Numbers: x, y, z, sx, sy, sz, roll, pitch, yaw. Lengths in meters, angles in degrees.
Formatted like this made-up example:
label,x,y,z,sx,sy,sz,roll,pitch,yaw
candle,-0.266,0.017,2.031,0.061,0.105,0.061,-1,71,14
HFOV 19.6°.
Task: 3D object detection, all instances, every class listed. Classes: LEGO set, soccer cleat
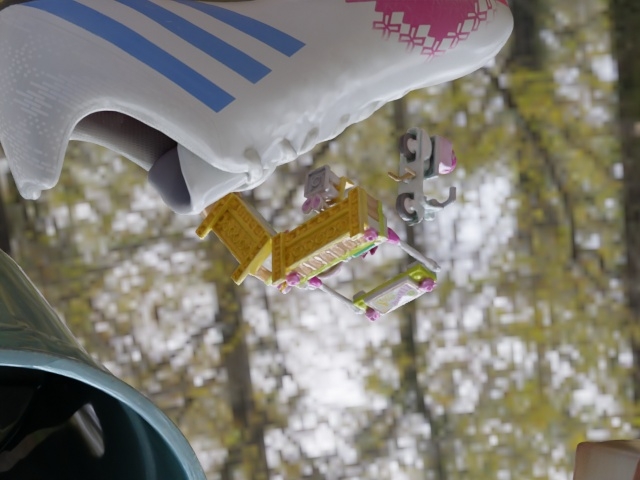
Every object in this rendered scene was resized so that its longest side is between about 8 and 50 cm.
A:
label,x,y,z,sx,sy,sz,roll,pitch,yaw
LEGO set,0.000,0.000,1.492,0.287,0.107,0.132,-8,-122,46
soccer cleat,-0.037,-0.085,1.098,0.331,0.143,0.116,-4,167,-19

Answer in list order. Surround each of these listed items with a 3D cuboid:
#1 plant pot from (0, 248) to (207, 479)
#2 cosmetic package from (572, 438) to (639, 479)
label,x,y,z,sx,sy,sz,roll,pitch,yaw
plant pot,-0.282,0.159,1.333,0.341,0.341,0.334,-12,-153,-15
cosmetic package,0.323,0.224,1.328,0.153,0.129,0.296,5,180,-30
